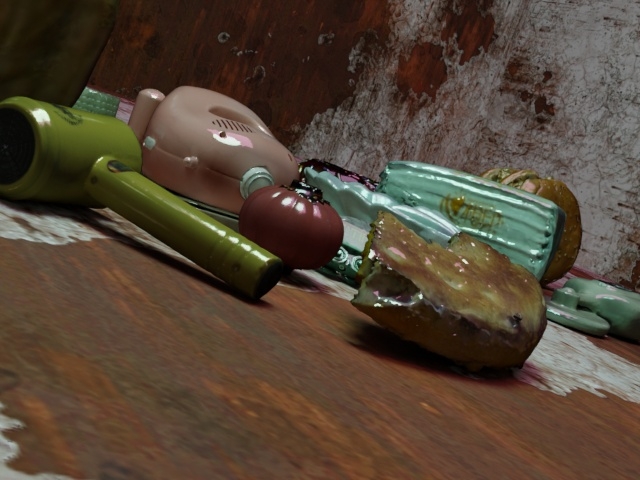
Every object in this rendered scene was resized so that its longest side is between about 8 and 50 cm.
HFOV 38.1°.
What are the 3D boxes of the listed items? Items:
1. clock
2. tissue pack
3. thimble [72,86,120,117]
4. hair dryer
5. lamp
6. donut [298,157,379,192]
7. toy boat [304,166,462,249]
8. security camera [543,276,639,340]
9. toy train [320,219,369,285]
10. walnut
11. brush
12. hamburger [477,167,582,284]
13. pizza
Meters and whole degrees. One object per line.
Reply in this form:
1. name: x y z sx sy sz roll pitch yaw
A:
1. clock: -0.132 -0.118 1.277 0.227 0.142 0.241 16 12 -35
2. tissue pack: 0.258 -0.028 1.569 0.287 0.162 0.388 17 5 15
3. thimble: -0.443 -0.262 1.784 0.110 0.062 0.084 15 6 -41
4. hair dryer: -0.156 -0.032 0.787 0.278 0.090 0.135 30 9 21
5. lamp: -0.029 -0.013 0.925 0.107 0.092 0.107 20 7 -2
6. donut: 0.043 -0.096 1.834 0.235 0.089 0.235 21 8 -3
7. toy boat: 0.082 -0.019 1.278 0.199 0.100 0.290 14 8 -40
8. security camera: 0.434 0.103 1.506 0.301 0.080 0.157 10 13 -46
9. toy train: 0.000 0.000 1.026 0.148 0.038 0.071 25 46 -7
10. walnut: -0.334 -0.256 0.882 0.306 0.344 0.306 35 10 -7
11. brush: -0.021 -0.013 1.094 0.327 0.065 0.070 16 10 -25
12. hamburger: 0.433 -0.032 1.972 0.211 0.245 0.261 16 -39 52
13. pizza: 0.118 0.057 0.851 0.305 0.086 0.161 10 35 -50
